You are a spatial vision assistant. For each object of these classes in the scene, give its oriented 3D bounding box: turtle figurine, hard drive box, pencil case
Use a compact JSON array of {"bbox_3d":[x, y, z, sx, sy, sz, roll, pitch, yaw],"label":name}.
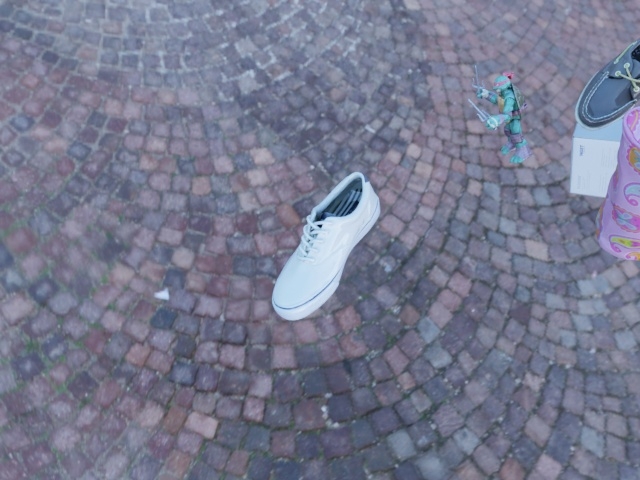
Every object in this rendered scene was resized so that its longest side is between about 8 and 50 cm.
[{"bbox_3d":[0.439,-0.309,1.648,0.234,0.118,0.175,62,26,-24],"label":"turtle figurine"},{"bbox_3d":[0.709,-0.185,1.590,0.232,0.181,0.089,11,51,25],"label":"hard drive box"},{"bbox_3d":[0.498,-0.085,1.038,0.124,0.284,0.124,-5,55,7],"label":"pencil case"}]

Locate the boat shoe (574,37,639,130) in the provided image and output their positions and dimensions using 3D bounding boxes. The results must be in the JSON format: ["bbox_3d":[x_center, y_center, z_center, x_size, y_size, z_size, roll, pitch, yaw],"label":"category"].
[{"bbox_3d":[0.493,-0.267,1.071,0.228,0.069,0.081,-45,82,3],"label":"boat shoe"}]

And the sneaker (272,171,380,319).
[{"bbox_3d":[0.000,0.000,1.044,0.094,0.091,0.258,15,59,32],"label":"sneaker"}]
